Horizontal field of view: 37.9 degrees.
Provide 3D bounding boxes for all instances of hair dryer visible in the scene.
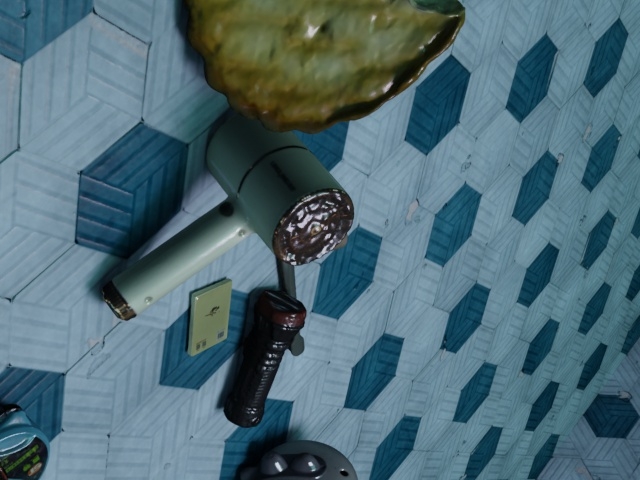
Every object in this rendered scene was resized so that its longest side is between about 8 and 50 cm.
[{"bbox_3d":[-0.152,-0.005,1.245,0.362,0.203,0.128,-36,143,-5],"label":"hair dryer"}]

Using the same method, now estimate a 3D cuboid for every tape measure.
[{"bbox_3d":[-0.405,0.272,1.163,0.125,0.081,0.146,-35,139,-30],"label":"tape measure"}]

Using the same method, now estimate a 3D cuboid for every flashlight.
[{"bbox_3d":[-0.098,0.198,1.535,0.093,0.093,0.232,-2,121,-53],"label":"flashlight"}]

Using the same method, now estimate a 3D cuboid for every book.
[{"bbox_3d":[-0.171,0.117,1.431,0.077,0.014,0.110,-25,133,-45],"label":"book"}]

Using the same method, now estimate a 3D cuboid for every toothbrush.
[{"bbox_3d":[-0.053,0.080,1.554,0.030,0.031,0.297,-29,134,-28],"label":"toothbrush"}]

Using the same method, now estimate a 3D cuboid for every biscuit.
[{"bbox_3d":[-0.017,-0.295,1.116,0.335,0.329,0.078,60,19,-24],"label":"biscuit"}]

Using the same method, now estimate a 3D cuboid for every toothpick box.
[{"bbox_3d":[-0.043,0.512,1.738,0.229,0.229,0.316,-30,134,-39],"label":"toothpick box"}]

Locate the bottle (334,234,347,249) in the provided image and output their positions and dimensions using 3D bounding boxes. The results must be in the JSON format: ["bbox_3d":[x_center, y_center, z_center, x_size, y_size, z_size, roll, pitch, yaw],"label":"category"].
[{"bbox_3d":[0.000,0.000,1.552,0.096,0.045,0.045,-17,126,-46],"label":"bottle"}]
